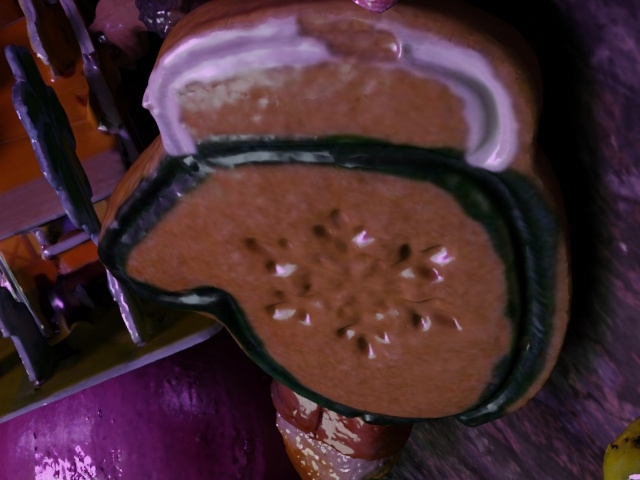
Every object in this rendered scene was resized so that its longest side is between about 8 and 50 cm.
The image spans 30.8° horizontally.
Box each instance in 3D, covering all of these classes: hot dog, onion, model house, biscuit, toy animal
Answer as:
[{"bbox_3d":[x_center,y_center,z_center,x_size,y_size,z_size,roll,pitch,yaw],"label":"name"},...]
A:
[{"bbox_3d":[0.027,0.105,0.932,0.123,0.093,0.261,29,133,15],"label":"hot dog"},{"bbox_3d":[-0.165,0.178,1.110,0.345,0.358,0.358,60,158,-7],"label":"onion"},{"bbox_3d":[-0.242,-0.056,0.923,0.357,0.243,0.312,-108,-8,-71],"label":"model house"},{"bbox_3d":[0.000,0.001,0.670,0.287,0.057,0.343,4,139,15],"label":"biscuit"},{"bbox_3d":[-0.111,-0.158,0.810,0.220,0.086,0.069,-3,98,61],"label":"toy animal"}]

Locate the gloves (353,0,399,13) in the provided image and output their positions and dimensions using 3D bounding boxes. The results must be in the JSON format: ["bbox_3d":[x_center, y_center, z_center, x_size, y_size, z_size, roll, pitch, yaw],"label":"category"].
[{"bbox_3d":[-0.037,-0.204,0.529,0.241,0.145,0.126,58,168,-4],"label":"gloves"}]

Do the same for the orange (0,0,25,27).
[{"bbox_3d":[-0.380,-0.200,1.201,0.177,0.155,0.177,-171,90,-68],"label":"orange"}]

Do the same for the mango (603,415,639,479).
[{"bbox_3d":[0.228,0.155,0.628,0.165,0.074,0.091,39,152,1],"label":"mango"}]
